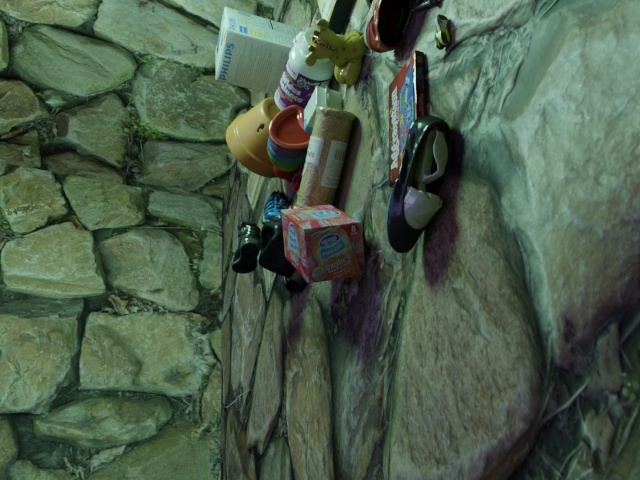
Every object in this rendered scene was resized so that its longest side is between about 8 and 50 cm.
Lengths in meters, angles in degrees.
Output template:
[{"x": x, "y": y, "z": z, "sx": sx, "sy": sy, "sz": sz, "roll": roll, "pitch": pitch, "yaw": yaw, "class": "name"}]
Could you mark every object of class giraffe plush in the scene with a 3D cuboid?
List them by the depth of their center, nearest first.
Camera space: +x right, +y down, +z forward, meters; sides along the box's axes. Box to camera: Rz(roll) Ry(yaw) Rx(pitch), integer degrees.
[{"x": 0.041, "y": -0.569, "z": 1.782, "sx": 0.210, "sy": 0.170, "sz": 0.181, "roll": -174, "pitch": 94, "yaw": -73, "class": "giraffe plush"}]

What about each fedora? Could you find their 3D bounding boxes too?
[{"x": -0.125, "y": 0.020, "z": 2.033, "sx": 0.334, "sy": 0.152, "sz": 0.334, "roll": -171, "pitch": 90, "yaw": -73, "class": "fedora"}]

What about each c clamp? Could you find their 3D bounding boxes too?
[{"x": 0.245, "y": -0.560, "z": 1.376, "sx": 0.160, "sy": 0.022, "sz": 0.137, "roll": -155, "pitch": 80, "yaw": -74, "class": "c clamp"}]

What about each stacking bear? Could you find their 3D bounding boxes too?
[{"x": -0.113, "y": -0.320, "z": 2.165, "sx": 0.175, "sy": 0.164, "sz": 0.289, "roll": 57, "pitch": 162, "yaw": 17, "class": "stacking bear"}]

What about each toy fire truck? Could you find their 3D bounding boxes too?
[{"x": -0.071, "y": -0.179, "z": 2.148, "sx": 0.192, "sy": 0.047, "sz": 0.135, "roll": 129, "pitch": 146, "yaw": -57, "class": "toy fire truck"}]

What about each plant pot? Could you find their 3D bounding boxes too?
[{"x": -0.196, "y": -0.421, "z": 2.356, "sx": 0.203, "sy": 0.291, "sz": 0.291, "roll": -43, "pitch": 37, "yaw": 37, "class": "plant pot"}]

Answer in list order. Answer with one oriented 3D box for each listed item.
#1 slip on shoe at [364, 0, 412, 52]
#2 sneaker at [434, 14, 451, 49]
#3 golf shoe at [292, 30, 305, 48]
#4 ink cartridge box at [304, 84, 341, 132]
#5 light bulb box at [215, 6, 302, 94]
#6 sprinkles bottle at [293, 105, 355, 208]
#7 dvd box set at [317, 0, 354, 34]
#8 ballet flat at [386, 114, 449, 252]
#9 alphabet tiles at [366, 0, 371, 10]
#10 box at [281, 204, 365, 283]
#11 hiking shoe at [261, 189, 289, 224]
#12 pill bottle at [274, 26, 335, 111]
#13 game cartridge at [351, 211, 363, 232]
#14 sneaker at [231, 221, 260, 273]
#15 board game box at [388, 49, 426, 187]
[{"x": 0.185, "y": -0.619, "z": 1.447, "sx": 0.101, "sy": 0.123, "sz": 0.331, "roll": -126, "pitch": 42, "yaw": -57, "class": "slip on shoe"}, {"x": 0.251, "y": -0.439, "z": 1.259, "sx": 0.035, "sy": 0.031, "sz": 0.083, "roll": 129, "pitch": 147, "yaw": -59, "class": "sneaker"}, {"x": -0.068, "y": -0.702, "z": 2.266, "sx": 0.086, "sy": 0.067, "sz": 0.186, "roll": 9, "pitch": 88, "yaw": 47, "class": "golf shoe"}, {"x": 0.010, "y": -0.424, "z": 1.945, "sx": 0.143, "sy": 0.090, "sz": 0.092, "roll": 127, "pitch": 148, "yaw": -55, "class": "ink cartridge box"}, {"x": -0.260, "y": -0.809, "z": 2.581, "sx": 0.358, "sy": 0.361, "sz": 0.225, "roll": -104, "pitch": 29, "yaw": -54, "class": "light bulb box"}, {"x": 0.008, "y": -0.214, "z": 1.784, "sx": 0.121, "sy": 0.121, "sz": 0.355, "roll": -135, "pitch": 57, "yaw": -70, "class": "sprinkles bottle"}, {"x": 0.069, "y": -0.949, "z": 2.097, "sx": 0.420, "sy": 0.062, "sz": 0.308, "roll": -100, "pitch": 26, "yaw": -49, "class": "dvd box set"}, {"x": 0.194, "y": -0.111, "z": 1.170, "sx": 0.096, "sy": 0.095, "sz": 0.280, "roll": 9, "pitch": 89, "yaw": 61, "class": "ballet flat"}, {"x": 0.088, "y": -0.781, "z": 1.648, "sx": 0.285, "sy": 0.011, "sz": 0.342, "roll": -98, "pitch": -17, "yaw": -45, "class": "alphabet tiles"}, {"x": 0.000, "y": 0.000, "z": 1.587, "sx": 0.300, "sy": 0.154, "sz": 0.142, "roll": -139, "pitch": 44, "yaw": -72, "class": "box"}, {"x": -0.173, "y": -0.124, "z": 2.339, "sx": 0.304, "sy": 0.113, "sz": 0.132, "roll": -143, "pitch": 64, "yaw": -71, "class": "hiking shoe"}, {"x": -0.044, "y": -0.578, "z": 2.075, "sx": 0.301, "sy": 0.169, "sz": 0.169, "roll": 121, "pitch": 154, "yaw": -51, "class": "pill bottle"}, {"x": 0.094, "y": -0.035, "z": 1.581, "sx": 0.083, "sy": 0.017, "sz": 0.056, "roll": -103, "pitch": 31, "yaw": -51, "class": "game cartridge"}, {"x": -0.252, "y": 0.021, "z": 2.054, "sx": 0.227, "sy": 0.087, "sz": 0.130, "roll": 114, "pitch": 161, "yaw": -53, "class": "sneaker"}, {"x": 0.195, "y": -0.274, "z": 1.362, "sx": 0.145, "sy": 0.027, "sz": 0.281, "roll": 131, "pitch": 145, "yaw": -62, "class": "board game box"}]
